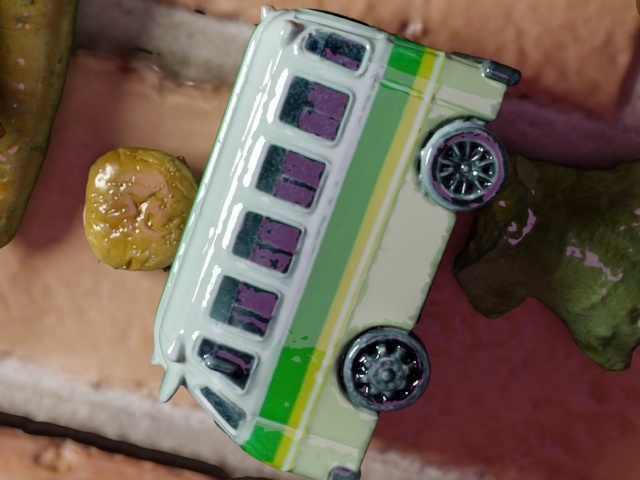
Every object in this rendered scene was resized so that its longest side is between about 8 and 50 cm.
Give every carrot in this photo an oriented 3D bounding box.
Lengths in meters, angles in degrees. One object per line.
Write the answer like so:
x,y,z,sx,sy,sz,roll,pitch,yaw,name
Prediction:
-0.189,-0.107,0.690,0.078,0.078,0.298,12,107,-5,carrot

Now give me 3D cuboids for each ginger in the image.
0.229,0.016,0.723,0.290,0.089,0.137,0,84,-7,ginger

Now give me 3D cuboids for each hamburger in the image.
-0.116,-0.020,0.720,0.076,0.044,0.083,0,100,-3,hamburger

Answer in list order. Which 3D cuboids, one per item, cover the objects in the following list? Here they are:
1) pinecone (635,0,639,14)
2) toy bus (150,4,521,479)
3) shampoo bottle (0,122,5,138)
0.260,-0.209,0.629,0.208,0.208,0.207,0,102,-2,pinecone
0.000,0.000,0.684,0.165,0.133,0.276,20,99,-7,toy bus
-0.270,-0.155,0.636,0.085,0.085,0.244,-28,88,4,shampoo bottle
